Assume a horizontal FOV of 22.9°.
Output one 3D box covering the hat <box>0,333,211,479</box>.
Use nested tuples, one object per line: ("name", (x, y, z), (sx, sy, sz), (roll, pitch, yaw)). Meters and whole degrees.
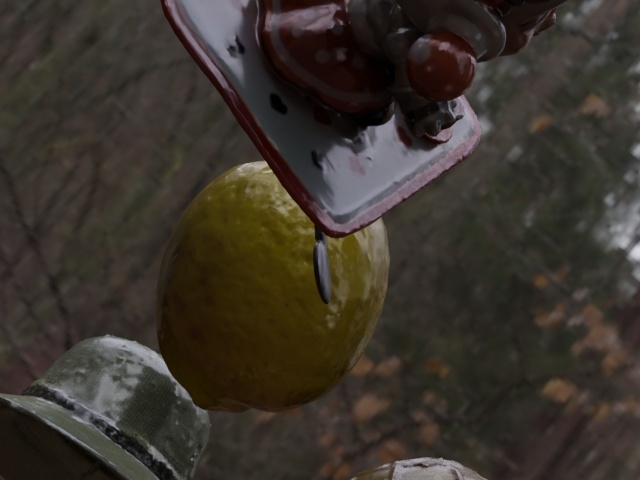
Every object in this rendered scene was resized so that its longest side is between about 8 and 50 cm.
("hat", (-0.166, 0.154, 1.283), (0.257, 0.130, 0.257), (29, -26, 16))

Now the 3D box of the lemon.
("lemon", (-0.036, 0.035, 1.189), (0.170, 0.207, 0.170), (16, 0, 0))

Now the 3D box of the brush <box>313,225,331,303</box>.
("brush", (0.000, 0.000, 0.977), (0.008, 0.083, 0.024), (-11, -23, 19))

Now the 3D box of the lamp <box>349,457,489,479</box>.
("lamp", (0.080, 0.280, 1.284), (0.161, 0.161, 0.185), (90, -5, -66))

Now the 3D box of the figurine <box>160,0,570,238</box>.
("figurine", (0.075, -0.142, 0.771), (0.226, 0.183, 0.160), (-37, -91, 38))
